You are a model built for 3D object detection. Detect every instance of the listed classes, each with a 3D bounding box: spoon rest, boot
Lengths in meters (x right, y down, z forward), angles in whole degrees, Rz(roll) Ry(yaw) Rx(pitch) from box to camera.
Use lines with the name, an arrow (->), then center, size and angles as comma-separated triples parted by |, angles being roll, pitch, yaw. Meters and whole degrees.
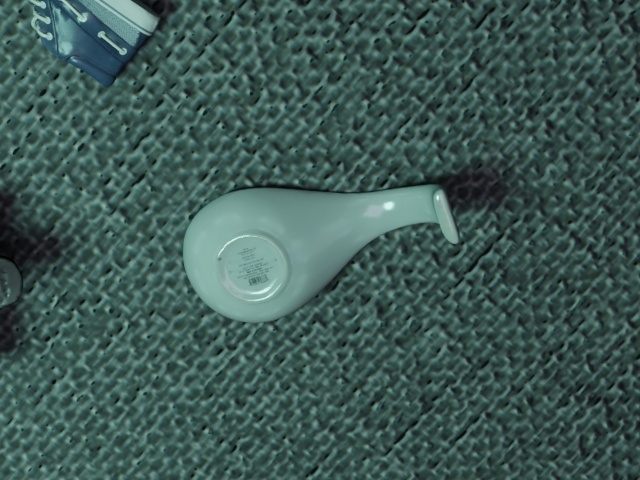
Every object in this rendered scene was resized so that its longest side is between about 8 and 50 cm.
spoon rest -> 0.000, 0.000, 1.782 | 0.276, 0.084, 0.137 | -14, 106, 14
boot -> -0.247, -0.222, 1.692 | 0.190, 0.069, 0.086 | 34, 99, -14

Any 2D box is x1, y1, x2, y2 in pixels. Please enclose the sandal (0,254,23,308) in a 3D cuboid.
sandal -> -0.362, 0.058, 1.691 | 0.179, 0.040, 0.067 | -18, 107, 1
